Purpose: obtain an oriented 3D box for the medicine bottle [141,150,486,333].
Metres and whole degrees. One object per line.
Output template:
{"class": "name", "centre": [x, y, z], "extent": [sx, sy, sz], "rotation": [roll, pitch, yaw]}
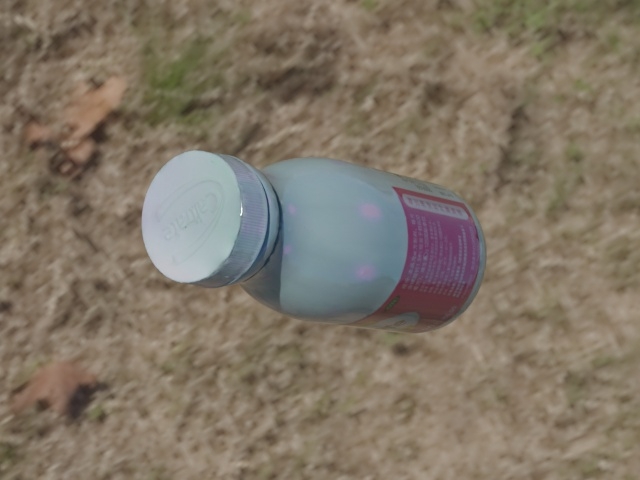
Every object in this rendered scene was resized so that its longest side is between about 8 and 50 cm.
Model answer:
{"class": "medicine bottle", "centre": [0.000, 0.000, 0.918], "extent": [0.217, 0.090, 0.090], "rotation": [10, 61, -52]}
